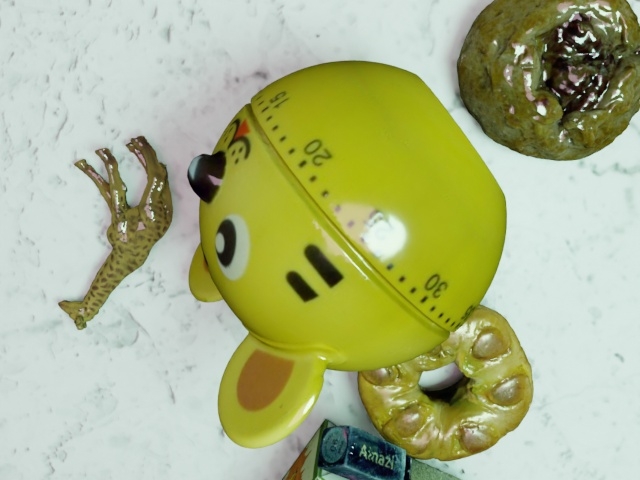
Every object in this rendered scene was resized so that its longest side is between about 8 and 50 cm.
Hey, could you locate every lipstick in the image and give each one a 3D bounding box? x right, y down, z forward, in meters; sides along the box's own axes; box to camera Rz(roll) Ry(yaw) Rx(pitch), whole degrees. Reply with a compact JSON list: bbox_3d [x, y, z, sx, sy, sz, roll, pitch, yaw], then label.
[{"bbox_3d":[0.126,0.309,0.900,0.312,0.051,0.051,32,142,-32],"label":"lipstick"}]

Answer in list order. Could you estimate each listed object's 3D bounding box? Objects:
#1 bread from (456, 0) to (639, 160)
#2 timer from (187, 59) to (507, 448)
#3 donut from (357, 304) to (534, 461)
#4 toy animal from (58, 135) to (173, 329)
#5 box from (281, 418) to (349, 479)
[{"bbox_3d":[0.285,-0.210,0.849,0.229,0.123,0.230,0,97,4],"label":"bread"},{"bbox_3d":[0.000,0.000,0.783,0.387,0.376,0.376,-39,95,11],"label":"timer"},{"bbox_3d":[0.160,0.179,0.919,0.226,0.114,0.227,0,100,3],"label":"donut"},{"bbox_3d":[-0.274,-0.006,0.946,0.149,0.054,0.276,9,100,4],"label":"toy animal"},{"bbox_3d":[0.041,0.375,0.924,0.194,0.177,0.148,34,100,-3],"label":"box"}]
